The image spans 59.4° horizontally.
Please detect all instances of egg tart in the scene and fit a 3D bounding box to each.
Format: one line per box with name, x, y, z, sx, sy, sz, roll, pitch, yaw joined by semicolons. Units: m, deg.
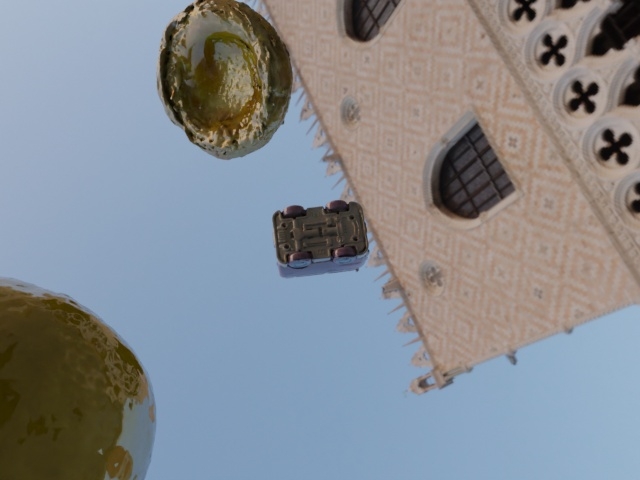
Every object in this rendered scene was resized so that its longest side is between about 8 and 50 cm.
egg tart;-0.162;-0.280;0.979;0.288;0.288;0.118;50;-147;5

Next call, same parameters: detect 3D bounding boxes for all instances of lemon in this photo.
lemon;-0.326;0.197;0.519;0.347;0.348;0.348;12;-120;-21

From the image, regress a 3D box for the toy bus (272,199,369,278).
toy bus;0.000;0.000;1.223;0.202;0.142;0.142;-7;-112;-3
